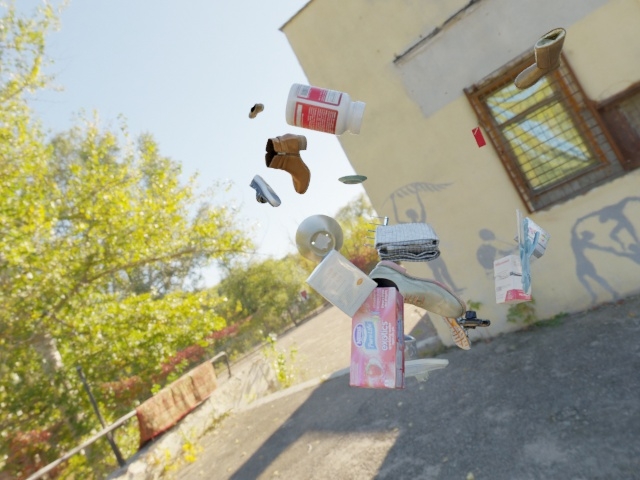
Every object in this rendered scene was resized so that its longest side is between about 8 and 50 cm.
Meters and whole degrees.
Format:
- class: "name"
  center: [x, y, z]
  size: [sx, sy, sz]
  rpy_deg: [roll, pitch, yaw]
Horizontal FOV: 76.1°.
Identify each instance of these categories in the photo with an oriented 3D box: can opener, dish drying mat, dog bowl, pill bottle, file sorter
- class: "can opener"
  center: [0.530, 0.282, 1.422]
  size: [0.059, 0.073, 0.186]
  rpy_deg: [-5, -7, 0]
- class: "dish drying mat"
  center: [0.654, -0.426, 1.689]
  size: [0.032, 0.083, 0.008]
  rpy_deg: [-26, 17, 17]
- class: "dog bowl"
  center: [0.336, 0.541, 2.128]
  size: [0.349, 0.102, 0.349]
  rpy_deg: [4, -3, 0]
- class: "pill bottle"
  center: [0.029, -0.701, 2.223]
  size: [0.408, 0.229, 0.229]
  rpy_deg: [13, -2, 3]
- class: "file sorter"
  center: [0.299, -0.048, 2.194]
  size: [0.104, 0.170, 0.118]
  rpy_deg: [9, 5, 4]

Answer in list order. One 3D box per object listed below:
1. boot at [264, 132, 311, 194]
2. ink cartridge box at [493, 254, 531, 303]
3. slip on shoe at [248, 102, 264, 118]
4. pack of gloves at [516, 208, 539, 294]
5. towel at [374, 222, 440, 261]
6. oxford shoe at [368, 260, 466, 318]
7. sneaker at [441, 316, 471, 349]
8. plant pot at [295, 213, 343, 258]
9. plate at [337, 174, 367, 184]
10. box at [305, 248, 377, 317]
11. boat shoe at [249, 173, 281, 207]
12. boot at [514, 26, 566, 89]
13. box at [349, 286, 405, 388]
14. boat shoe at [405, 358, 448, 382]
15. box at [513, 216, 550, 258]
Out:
- class: "boot"
  center: [-0.146, -0.331, 1.819]
  size: [0.109, 0.283, 0.220]
  rpy_deg: [19, 25, 34]
- class: "ink cartridge box"
  center: [1.026, 0.213, 2.195]
  size: [0.100, 0.237, 0.172]
  rpy_deg: [6, -17, -8]
- class: "slip on shoe"
  center: [-0.308, -0.601, 1.892]
  size: [0.041, 0.051, 0.135]
  rpy_deg: [4, -3, -35]
- class: "pack of gloves"
  center: [0.598, 0.038, 1.161]
  size: [0.046, 0.232, 0.195]
  rpy_deg: [-4, -10, 31]
- class: "towel"
  center: [0.394, 0.016, 1.895]
  size: [0.284, 0.121, 0.235]
  rpy_deg: [-5, 21, 9]
- class: "oxford shoe"
  center: [0.369, 0.220, 1.619]
  size: [0.146, 0.397, 0.140]
  rpy_deg: [-35, -41, -48]
- class: "sneaker"
  center: [0.655, 0.408, 1.930]
  size: [0.083, 0.215, 0.084]
  rpy_deg: [-12, -22, -27]
- class: "plant pot"
  center: [0.000, 0.000, 2.017]
  size: [0.256, 0.256, 0.274]
  rpy_deg: [-27, 5, 0]
- class: "plate"
  center: [0.202, -0.378, 2.580]
  size: [0.188, 0.024, 0.188]
  rpy_deg: [-2, -7, 0]
- class: "box"
  center: [0.060, 0.129, 1.236]
  size: [0.130, 0.170, 0.091]
  rpy_deg: [-51, 3, -7]
- class: "boat shoe"
  center: [-0.232, -0.187, 1.652]
  size: [0.076, 0.228, 0.080]
  rpy_deg: [-48, -41, 10]
- class: "boot"
  center: [1.031, -0.857, 1.941]
  size: [0.236, 0.089, 0.269]
  rpy_deg: [-33, -20, 21]
- class: "box"
  center: [0.183, 0.310, 1.293]
  size: [0.142, 0.300, 0.154]
  rpy_deg: [-4, -20, 21]
- class: "boat shoe"
  center: [0.366, 0.487, 1.528]
  size: [0.227, 0.081, 0.079]
  rpy_deg: [-13, -18, 20]
- class: "box"
  center: [1.010, -0.015, 1.949]
  size: [0.186, 0.145, 0.038]
  rpy_deg: [-41, -11, -43]
